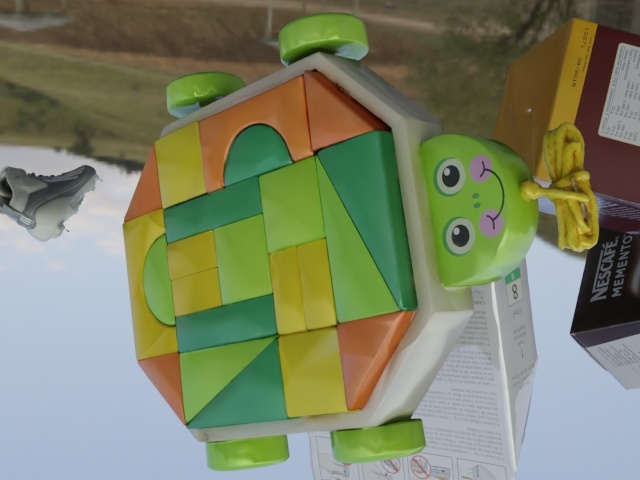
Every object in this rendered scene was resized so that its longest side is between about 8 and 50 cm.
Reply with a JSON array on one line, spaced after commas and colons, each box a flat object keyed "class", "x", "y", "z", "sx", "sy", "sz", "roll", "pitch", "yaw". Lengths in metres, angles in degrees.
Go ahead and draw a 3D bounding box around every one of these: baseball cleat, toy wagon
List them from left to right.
[{"class": "baseball cleat", "x": -0.344, "y": -0.069, "z": 1.234, "sx": 0.109, "sy": 0.072, "sz": 0.206, "roll": 33, "pitch": -165, "yaw": -12}, {"class": "toy wagon", "x": 0.000, "y": 0.000, "z": 0.598, "sx": 0.068, "sy": 0.267, "sz": 0.344, "roll": 1, "pitch": 168, "yaw": -45}]

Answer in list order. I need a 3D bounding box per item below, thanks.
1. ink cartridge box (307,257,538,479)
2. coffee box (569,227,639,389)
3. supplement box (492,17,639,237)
[{"class": "ink cartridge box", "x": 0.067, "y": 0.111, "z": 0.694, "sx": 0.181, "sy": 0.225, "sz": 0.056, "roll": 0, "pitch": -166, "yaw": 40}, {"class": "coffee box", "x": 0.426, "y": 0.039, "z": 1.011, "sx": 0.297, "sy": 0.119, "sz": 0.168, "roll": -20, "pitch": -142, "yaw": 44}, {"class": "supplement box", "x": 0.262, "y": -0.082, "z": 0.837, "sx": 0.194, "sy": 0.129, "sz": 0.191, "roll": 15, "pitch": 178, "yaw": -3}]
